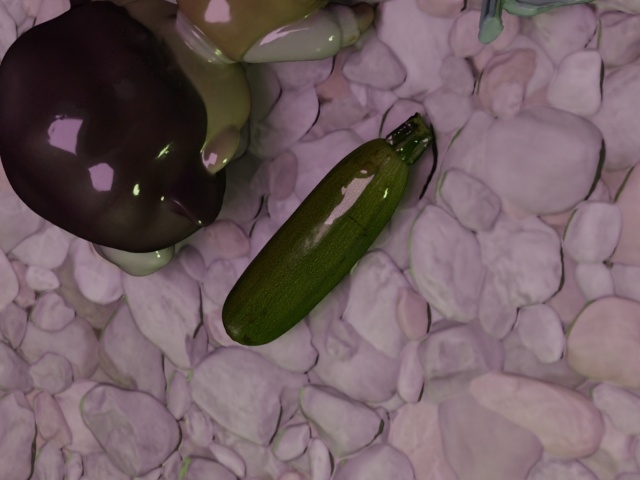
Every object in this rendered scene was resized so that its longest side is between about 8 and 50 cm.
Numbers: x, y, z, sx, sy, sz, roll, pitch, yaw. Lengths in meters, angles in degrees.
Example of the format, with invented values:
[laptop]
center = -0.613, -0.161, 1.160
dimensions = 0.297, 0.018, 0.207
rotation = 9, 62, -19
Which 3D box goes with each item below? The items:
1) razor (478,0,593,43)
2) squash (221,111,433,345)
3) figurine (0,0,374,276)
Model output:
[razor]
center = 0.243, -0.199, 1.097
dimensions = 0.278, 0.056, 0.111
rotation = -5, 58, 28
[squash]
center = 0.000, 0.000, 1.272
dimensions = 0.066, 0.066, 0.252
rotation = 50, 120, 17
[figurine]
center = -0.104, -0.152, 1.284
dimensions = 0.365, 0.206, 0.218
rotation = -45, 95, 5
